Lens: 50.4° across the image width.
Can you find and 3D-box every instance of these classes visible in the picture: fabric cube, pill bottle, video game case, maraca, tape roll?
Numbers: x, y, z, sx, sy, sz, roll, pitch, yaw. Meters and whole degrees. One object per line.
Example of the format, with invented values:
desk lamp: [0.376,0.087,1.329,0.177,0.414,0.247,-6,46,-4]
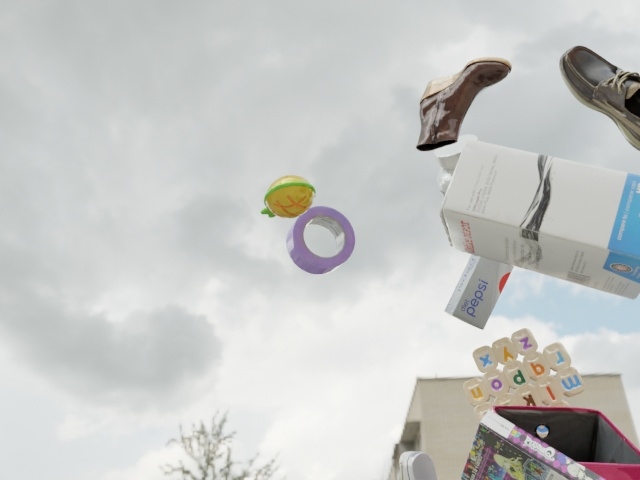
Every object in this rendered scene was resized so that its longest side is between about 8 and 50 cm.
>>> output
fabric cube: [0.506,0.524,1.441,0.254,0.259,0.257,2,-79,-1]
pill bottle: [0.429,-0.138,1.911,0.169,0.169,0.301,-16,-64,21]
video game case: [0.347,0.420,1.154,0.210,0.042,0.232,28,-43,26]
maraca: [-0.081,-0.098,1.672,0.127,0.099,0.185,3,-24,-19]
tape roll: [0.000,0.000,1.976,0.189,0.188,0.080,9,-20,-14]

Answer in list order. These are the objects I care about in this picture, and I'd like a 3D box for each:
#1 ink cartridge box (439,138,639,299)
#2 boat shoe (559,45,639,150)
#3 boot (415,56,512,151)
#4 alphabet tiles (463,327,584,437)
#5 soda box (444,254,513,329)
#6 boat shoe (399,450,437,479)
ink cartridge box: [0.462,-0.039,1.355,0.395,0.166,0.285,16,-12,19]
boat shoe: [0.768,-0.377,1.718,0.355,0.132,0.130,42,-13,5]
boot: [0.351,-0.328,1.672,0.249,0.206,0.090,-11,-32,42]
alphabet tiles: [0.523,0.379,1.761,0.284,0.277,0.021,-26,-31,9]
soda box: [0.441,0.087,1.807,0.098,0.286,0.091,27,-1,-3]
boat shoe: [0.259,0.680,1.757,0.096,0.267,0.088,-13,-4,-30]
